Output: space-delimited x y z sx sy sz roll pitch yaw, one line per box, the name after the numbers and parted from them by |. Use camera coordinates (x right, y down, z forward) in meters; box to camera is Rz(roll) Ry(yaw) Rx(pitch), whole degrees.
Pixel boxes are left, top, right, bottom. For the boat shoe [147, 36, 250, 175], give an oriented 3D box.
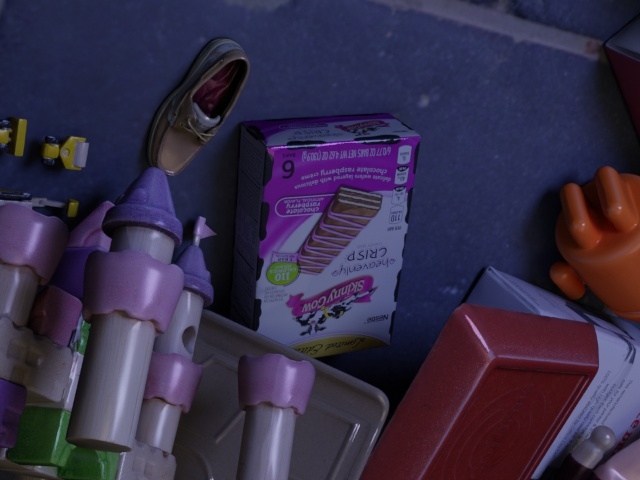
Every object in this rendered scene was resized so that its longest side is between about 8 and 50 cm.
-0.106 -0.112 0.848 0.050 0.045 0.135 22 104 -34 | boat shoe

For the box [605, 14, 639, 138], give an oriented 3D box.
0.432 -0.152 1.055 0.148 0.127 0.232 -39 126 -4 | box

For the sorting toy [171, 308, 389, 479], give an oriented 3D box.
-0.117 0.186 0.905 0.041 0.307 0.229 76 39 -73 | sorting toy

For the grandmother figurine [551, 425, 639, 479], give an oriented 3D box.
0.339 0.304 1.135 0.342 0.104 0.208 -31 102 -3 | grandmother figurine

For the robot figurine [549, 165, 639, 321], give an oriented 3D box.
0.348 0.011 1.101 0.158 0.128 0.219 -52 126 -4 | robot figurine

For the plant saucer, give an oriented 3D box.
0.163 0.192 0.970 0.259 0.047 0.258 12 111 -46 | plant saucer

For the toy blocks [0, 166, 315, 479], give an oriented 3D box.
-0.189 0.055 0.776 0.288 0.308 0.260 45 47 -56 | toy blocks

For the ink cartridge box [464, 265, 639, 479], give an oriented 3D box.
0.268 0.172 1.151 0.272 0.115 0.198 21 106 -34 | ink cartridge box

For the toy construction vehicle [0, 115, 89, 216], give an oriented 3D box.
-0.248 -0.060 0.815 0.098 0.035 0.086 1 104 -31 | toy construction vehicle

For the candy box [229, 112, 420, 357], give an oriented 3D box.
0.000 0.000 0.947 0.159 0.071 0.234 -7 119 -23 | candy box
